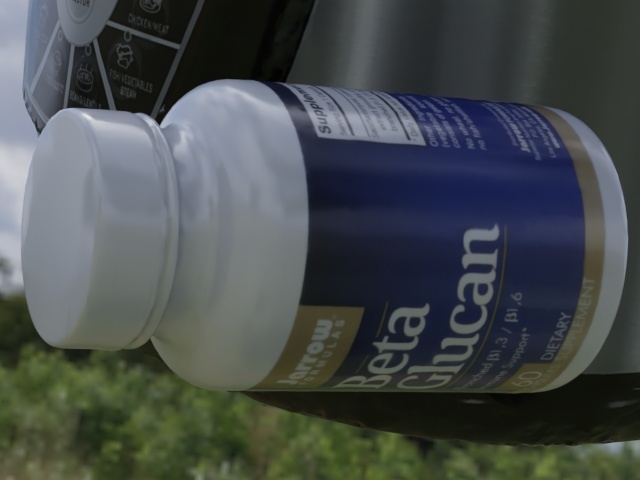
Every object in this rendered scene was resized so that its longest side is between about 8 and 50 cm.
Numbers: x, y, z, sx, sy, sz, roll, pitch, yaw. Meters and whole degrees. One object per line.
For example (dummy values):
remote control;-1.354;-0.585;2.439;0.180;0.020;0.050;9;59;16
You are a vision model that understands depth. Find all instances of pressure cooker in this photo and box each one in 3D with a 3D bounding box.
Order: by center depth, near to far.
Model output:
pressure cooker;0.069;-0.162;0.837;0.370;0.420;0.375;10;18;6

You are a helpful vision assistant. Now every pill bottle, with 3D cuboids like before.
pill bottle;0.000;0.000;0.567;0.169;0.094;0.094;2;-7;-26
